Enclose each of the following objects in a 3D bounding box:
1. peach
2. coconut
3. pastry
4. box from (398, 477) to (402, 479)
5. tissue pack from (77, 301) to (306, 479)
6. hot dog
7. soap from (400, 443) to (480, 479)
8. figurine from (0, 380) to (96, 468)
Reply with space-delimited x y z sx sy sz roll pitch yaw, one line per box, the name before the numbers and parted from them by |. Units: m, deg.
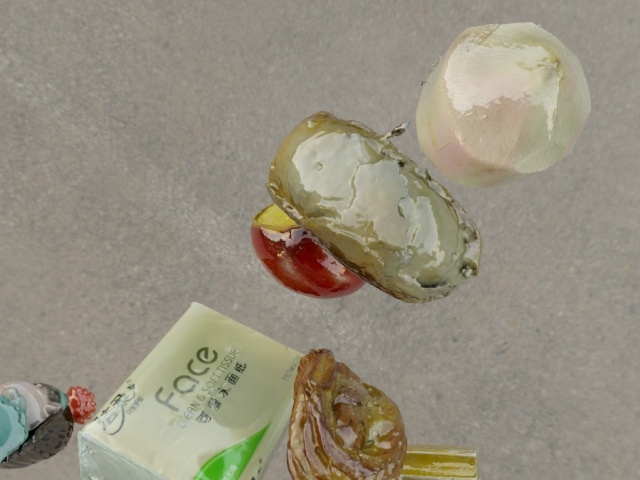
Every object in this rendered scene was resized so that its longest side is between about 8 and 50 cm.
peach | 0.000 0.000 1.181 0.249 0.275 0.245 -37 86 35
coconut | 0.187 -0.144 0.621 0.171 0.183 0.170 2 75 -9
pastry | 0.034 -0.018 0.396 0.153 0.153 0.081 33 82 11
box | 0.102 0.509 1.119 0.150 0.067 0.233 -26 111 17
tissue pack | -0.236 0.365 1.242 0.332 0.205 0.405 24 38 8
hot dog | 0.033 0.242 0.840 0.175 0.259 0.114 34 111 -13
soap | 0.225 0.478 1.294 0.232 0.140 0.073 -5 76 19
figurine | -0.162 0.095 0.313 0.060 0.106 0.047 -26 78 -6
